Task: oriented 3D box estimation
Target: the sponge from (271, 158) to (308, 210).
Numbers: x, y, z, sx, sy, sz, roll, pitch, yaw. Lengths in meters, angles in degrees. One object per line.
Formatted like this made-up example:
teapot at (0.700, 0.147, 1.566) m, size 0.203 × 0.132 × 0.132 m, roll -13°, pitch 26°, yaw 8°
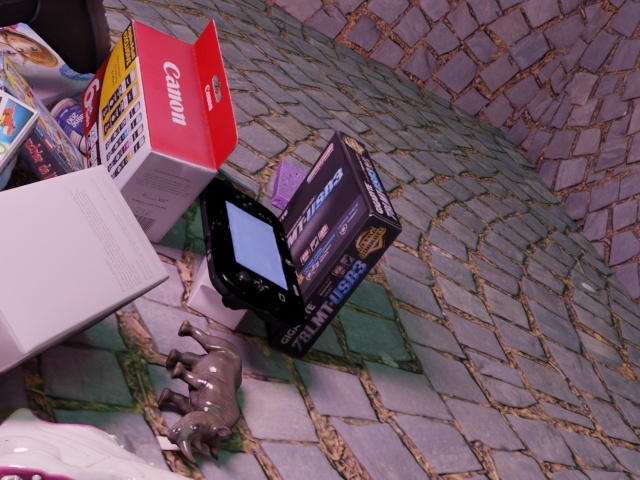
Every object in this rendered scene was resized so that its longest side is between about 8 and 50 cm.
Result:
sponge at (-0.048, -0.108, 2.003) m, size 0.117 × 0.031 × 0.210 m, roll 28°, pitch 23°, yaw -12°

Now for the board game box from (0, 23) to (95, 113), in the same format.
board game box at (-0.610, -0.347, 1.688) m, size 0.318 × 0.066 × 0.319 m, roll 35°, pitch 24°, yaw 2°

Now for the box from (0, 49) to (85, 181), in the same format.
box at (-0.452, -0.170, 1.417) m, size 0.233 × 0.044 × 0.159 m, roll 60°, pitch 2°, yaw -38°

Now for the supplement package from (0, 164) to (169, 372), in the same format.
supplement package at (-0.354, 0.046, 1.058) m, size 0.177 × 0.175 × 0.293 m, roll 60°, pitch 25°, yaw -1°

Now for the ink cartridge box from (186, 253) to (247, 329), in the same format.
ink cartridge box at (-0.152, 0.067, 1.448) m, size 0.092 × 0.090 × 0.143 m, roll 29°, pitch 25°, yaw -11°

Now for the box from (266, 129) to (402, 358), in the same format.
box at (0.000, 0.000, 1.519) m, size 0.073 × 0.295 × 0.293 m, roll 25°, pitch 25°, yaw -25°

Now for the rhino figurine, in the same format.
rhino figurine at (-0.156, 0.208, 1.194) m, size 0.106 × 0.073 × 0.243 m, roll 24°, pitch 26°, yaw -15°

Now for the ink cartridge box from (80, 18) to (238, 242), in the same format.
ink cartridge box at (-0.278, -0.205, 1.495) m, size 0.130 × 0.272 × 0.309 m, roll 16°, pitch 45°, yaw -37°

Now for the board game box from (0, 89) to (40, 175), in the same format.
board game box at (-0.531, -0.107, 1.171) m, size 0.193 × 0.053 × 0.305 m, roll 30°, pitch 52°, yaw -10°

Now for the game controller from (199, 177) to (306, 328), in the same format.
game controller at (-0.110, 0.014, 1.406) m, size 0.166 × 0.067 × 0.319 m, roll 22°, pitch 27°, yaw -25°

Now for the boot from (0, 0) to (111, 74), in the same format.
boot at (-0.577, -0.342, 1.432) m, size 0.445 × 0.367 × 0.146 m, roll -26°, pitch 66°, yaw -20°

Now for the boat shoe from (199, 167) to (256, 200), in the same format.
boat shoe at (-0.199, -0.101, 1.747) m, size 0.183 × 0.066 × 0.066 m, roll 18°, pitch 29°, yaw -33°

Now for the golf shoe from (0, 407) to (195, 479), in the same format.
golf shoe at (-0.215, 0.262, 0.965) m, size 0.306 × 0.115 × 0.140 m, roll 25°, pitch 21°, yaw -23°

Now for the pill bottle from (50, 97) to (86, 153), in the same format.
pill bottle at (-0.433, -0.201, 1.634) m, size 0.120 × 0.067 × 0.067 m, roll 36°, pitch 23°, yaw 7°

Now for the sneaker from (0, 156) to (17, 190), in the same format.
sneaker at (-0.607, -0.168, 1.256) m, size 0.366 × 0.135 × 0.150 m, roll 22°, pitch 21°, yaw -25°
